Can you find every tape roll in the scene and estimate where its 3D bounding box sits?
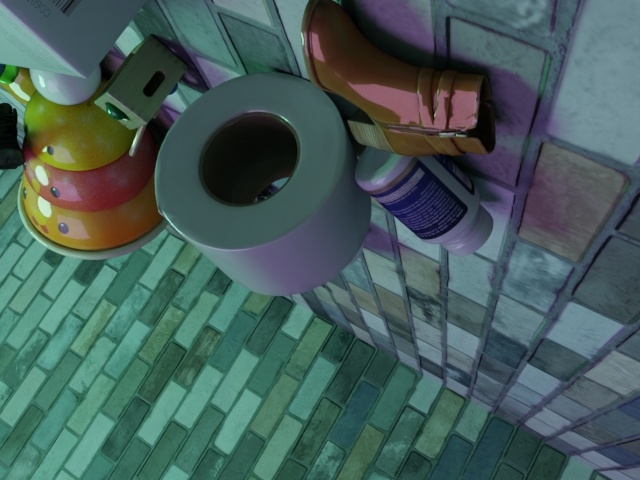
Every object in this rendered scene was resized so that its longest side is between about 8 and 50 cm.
[{"bbox_3d":[-0.066,-0.068,0.831,0.246,0.246,0.169,26,167,24],"label":"tape roll"}]

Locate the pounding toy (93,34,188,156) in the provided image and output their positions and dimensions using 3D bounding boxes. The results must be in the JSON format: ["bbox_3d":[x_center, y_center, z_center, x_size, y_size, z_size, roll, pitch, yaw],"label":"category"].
[{"bbox_3d":[-0.277,-0.217,0.985,0.100,0.141,0.130,37,166,-26],"label":"pounding toy"}]

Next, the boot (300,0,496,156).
[{"bbox_3d":[0.079,-0.152,0.601,0.152,0.073,0.197,13,158,36],"label":"boot"}]

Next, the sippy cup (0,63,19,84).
[{"bbox_3d":[-0.656,-0.324,1.107,0.305,0.224,0.240,11,-160,-45],"label":"sippy cup"}]

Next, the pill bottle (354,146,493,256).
[{"bbox_3d":[0.129,-0.054,0.763,0.169,0.094,0.094,38,166,-26],"label":"pill bottle"}]

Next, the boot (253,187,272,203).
[{"bbox_3d":[-0.197,-0.138,1.266,0.228,0.091,0.263,29,172,-14],"label":"boot"}]

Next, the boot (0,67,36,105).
[{"bbox_3d":[-0.667,-0.393,1.317,0.295,0.104,0.211,33,168,14],"label":"boot"}]

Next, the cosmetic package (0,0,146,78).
[{"bbox_3d":[-0.416,-0.344,0.814,0.384,0.156,0.217,22,164,41],"label":"cosmetic package"}]

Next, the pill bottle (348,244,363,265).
[{"bbox_3d":[0.000,0.000,1.235,0.108,0.108,0.180,39,166,-28],"label":"pill bottle"}]

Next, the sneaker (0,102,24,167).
[{"bbox_3d":[-0.612,-0.196,1.206,0.087,0.130,0.227,-9,-169,-23],"label":"sneaker"}]

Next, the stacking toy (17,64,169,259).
[{"bbox_3d":[-0.473,-0.215,1.265,0.350,0.351,0.480,29,150,12],"label":"stacking toy"}]
